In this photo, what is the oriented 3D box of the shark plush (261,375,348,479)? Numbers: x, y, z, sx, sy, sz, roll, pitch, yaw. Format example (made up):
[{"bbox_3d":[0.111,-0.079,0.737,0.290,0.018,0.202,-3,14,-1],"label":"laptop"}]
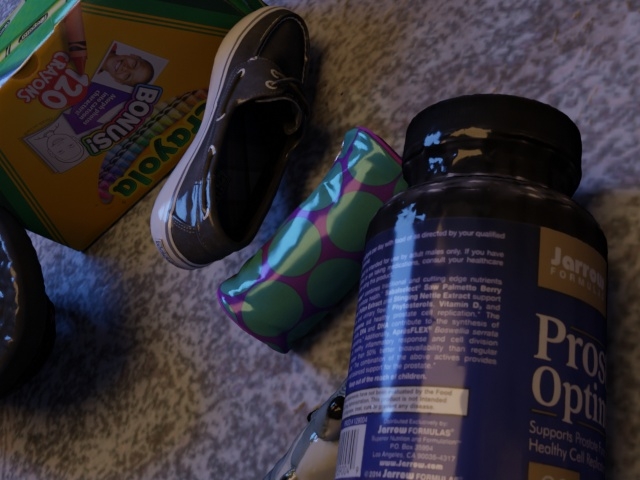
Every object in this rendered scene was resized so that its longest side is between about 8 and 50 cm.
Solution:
[{"bbox_3d":[0.006,0.126,0.498,0.161,0.073,0.067,-56,21,31],"label":"shark plush"}]

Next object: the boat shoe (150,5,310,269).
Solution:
[{"bbox_3d":[-0.045,-0.083,0.587,0.076,0.080,0.228,-8,48,43],"label":"boat shoe"}]

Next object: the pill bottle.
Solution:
[{"bbox_3d":[0.077,0.046,0.407,0.122,0.123,0.219,-8,64,38],"label":"pill bottle"}]

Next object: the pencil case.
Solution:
[{"bbox_3d":[0.000,0.000,0.539,0.152,0.064,0.070,-49,59,10],"label":"pencil case"}]

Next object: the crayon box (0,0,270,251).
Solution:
[{"bbox_3d":[-0.182,-0.126,0.689,0.278,0.165,0.081,-39,48,19],"label":"crayon box"}]

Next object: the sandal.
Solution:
[{"bbox_3d":[-0.327,0.080,0.750,0.445,0.107,0.168,-23,70,46],"label":"sandal"}]
